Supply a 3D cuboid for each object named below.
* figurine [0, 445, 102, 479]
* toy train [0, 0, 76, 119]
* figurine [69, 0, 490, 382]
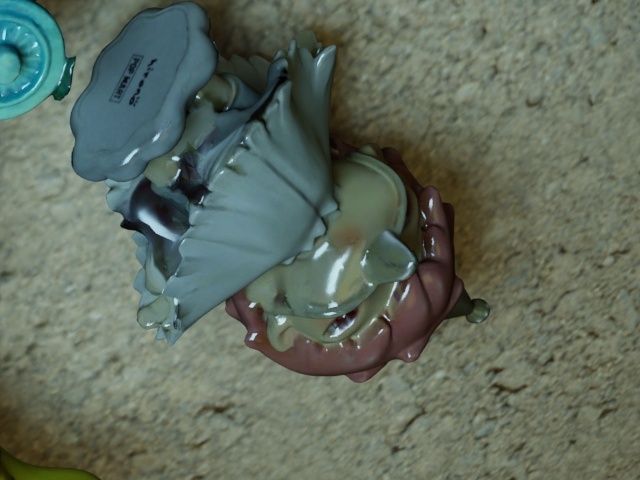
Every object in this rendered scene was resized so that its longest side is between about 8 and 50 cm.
[{"bbox_3d":[-0.238,0.180,1.060,0.215,0.215,0.228,3,145,-38],"label":"figurine"},{"bbox_3d":[-0.256,-0.055,0.905,0.194,0.120,0.298,12,115,-33],"label":"toy train"},{"bbox_3d":[0.000,0.000,1.091,0.387,0.166,0.207,40,71,-45],"label":"figurine"}]
